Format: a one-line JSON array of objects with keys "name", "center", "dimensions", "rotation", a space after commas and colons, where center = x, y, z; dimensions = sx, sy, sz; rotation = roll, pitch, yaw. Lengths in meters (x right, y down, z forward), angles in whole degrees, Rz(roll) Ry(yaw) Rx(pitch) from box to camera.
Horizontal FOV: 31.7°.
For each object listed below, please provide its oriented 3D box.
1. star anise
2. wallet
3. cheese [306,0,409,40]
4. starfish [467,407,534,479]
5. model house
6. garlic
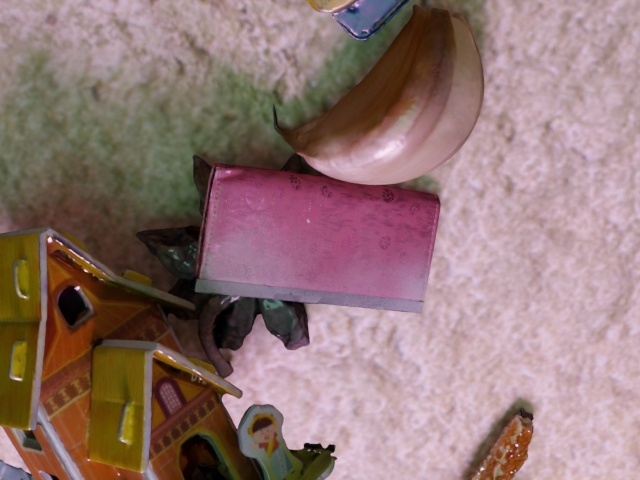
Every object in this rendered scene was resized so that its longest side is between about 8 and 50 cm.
[{"name": "star anise", "center": [-0.072, 0.038, 1.107], "dimensions": [0.230, 0.081, 0.263], "rotation": [13, 114, -14]}, {"name": "wallet", "center": [0.000, 0.000, 1.055], "dimensions": [0.232, 0.025, 0.119], "rotation": [7, 98, -22]}, {"name": "cheese", "center": [-0.031, -0.284, 0.956], "dimensions": [0.270, 0.069, 0.177], "rotation": [41, 111, -16]}, {"name": "starfish", "center": [0.158, 0.437, 1.265], "dimensions": [0.383, 0.132, 0.398], "rotation": [-28, 107, 20]}, {"name": "model house", "center": [-0.239, 0.159, 1.002], "dimensions": [0.300, 0.340, 0.324], "rotation": [-6, 115, 52]}, {"name": "garlic", "center": [0.063, -0.105, 1.012], "dimensions": [0.206, 0.115, 0.128], "rotation": [-33, 115, 20]}]
